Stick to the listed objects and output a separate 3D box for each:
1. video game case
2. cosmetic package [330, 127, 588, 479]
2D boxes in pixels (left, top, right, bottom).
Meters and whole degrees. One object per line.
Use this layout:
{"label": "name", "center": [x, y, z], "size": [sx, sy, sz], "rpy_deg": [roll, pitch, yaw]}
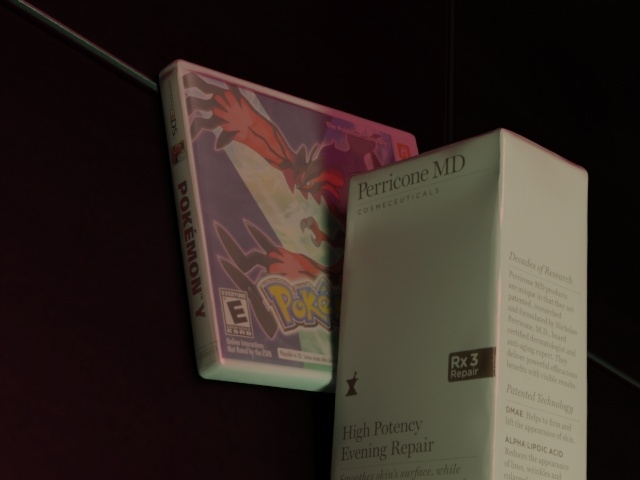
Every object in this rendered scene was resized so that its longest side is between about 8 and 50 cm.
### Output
{"label": "video game case", "center": [0.000, 0.000, 0.782], "size": [0.201, 0.023, 0.183], "rpy_deg": [12, 59, -43]}
{"label": "cosmetic package", "center": [0.074, 0.068, 0.714], "size": [0.085, 0.117, 0.231], "rpy_deg": [19, 65, -41]}
